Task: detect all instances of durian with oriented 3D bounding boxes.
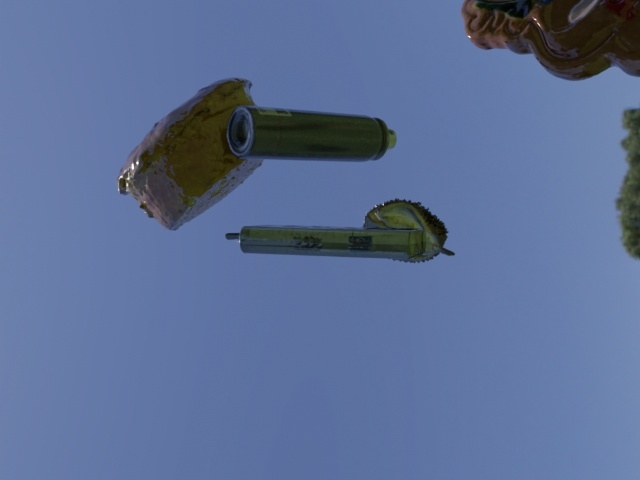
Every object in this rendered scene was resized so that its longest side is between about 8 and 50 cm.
[{"bbox_3d":[0.136,-0.020,1.077,0.110,0.140,0.071,105,-169,-49],"label":"durian"}]

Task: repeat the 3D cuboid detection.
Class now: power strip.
[{"bbox_3d":[0.000,0.000,0.918,0.092,0.267,0.034,-9,-80,-69],"label":"power strip"}]

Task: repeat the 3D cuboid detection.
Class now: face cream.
[{"bbox_3d":[-0.001,-0.153,1.085,0.283,0.073,0.073,-3,-90,-38],"label":"face cream"}]

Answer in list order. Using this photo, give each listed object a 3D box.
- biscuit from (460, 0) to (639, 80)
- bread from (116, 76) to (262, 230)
[{"bbox_3d":[0.326,-0.298,0.917,0.202,0.334,0.047,-53,-42,1],"label":"biscuit"},{"bbox_3d":[-0.184,-0.135,1.134,0.146,0.268,0.268,48,-134,-2],"label":"bread"}]
